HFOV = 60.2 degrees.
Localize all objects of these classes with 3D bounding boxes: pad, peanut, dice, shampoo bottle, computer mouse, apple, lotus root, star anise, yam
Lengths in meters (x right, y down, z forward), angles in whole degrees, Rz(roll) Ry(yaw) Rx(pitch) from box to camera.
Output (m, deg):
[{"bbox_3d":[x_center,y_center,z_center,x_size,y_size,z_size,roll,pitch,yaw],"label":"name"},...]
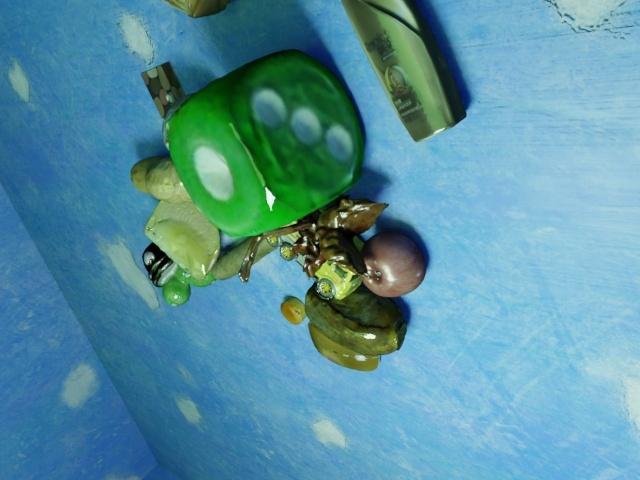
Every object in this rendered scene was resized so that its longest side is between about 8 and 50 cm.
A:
[{"bbox_3d":[-0.409,-0.366,1.533,0.158,0.003,0.234,0,120,45],"label":"pad"},{"bbox_3d":[-0.449,-0.182,1.604,0.319,0.148,0.147,12,128,39],"label":"peanut"},{"bbox_3d":[-0.110,-0.191,1.133,0.287,0.300,0.297,-15,107,49],"label":"dice"},{"bbox_3d":[0.131,-0.346,0.955,0.126,0.084,0.350,-15,108,51],"label":"shampoo bottle"},{"bbox_3d":[0.058,0.299,1.568,0.245,0.056,0.125,13,129,36],"label":"computer mouse"},{"bbox_3d":[0.154,0.055,1.223,0.154,0.120,0.153,26,134,31],"label":"apple"},{"bbox_3d":[0.086,0.196,1.373,0.275,0.160,0.151,20,122,33],"label":"lotus root"},{"bbox_3d":[-0.396,-0.024,1.702,0.265,0.120,0.193,39,99,12],"label":"apple"},{"bbox_3d":[-0.015,0.007,1.181,0.148,0.347,0.237,73,174,-59],"label":"star anise"},{"bbox_3d":[-0.215,0.039,1.608,0.372,0.083,0.083,-28,99,50],"label":"yam"}]

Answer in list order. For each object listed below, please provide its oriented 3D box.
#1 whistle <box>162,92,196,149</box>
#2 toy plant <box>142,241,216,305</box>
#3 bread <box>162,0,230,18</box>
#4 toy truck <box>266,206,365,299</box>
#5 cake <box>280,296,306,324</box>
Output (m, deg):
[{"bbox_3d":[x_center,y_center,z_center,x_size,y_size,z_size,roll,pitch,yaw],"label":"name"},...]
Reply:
[{"bbox_3d":[-0.266,-0.231,1.383,0.348,0.189,0.189,45,143,-10],"label":"whistle"},{"bbox_3d":[-0.464,0.094,1.821,0.235,0.175,0.218,45,102,11],"label":"toy plant"},{"bbox_3d":[-0.228,-0.570,1.085,0.107,0.136,0.241,45,141,11],"label":"bread"},{"bbox_3d":[0.000,0.000,1.334,0.272,0.124,0.157,43,131,15],"label":"toy truck"},{"bbox_3d":[-0.080,0.210,1.640,0.084,0.044,0.084,28,138,29],"label":"cake"}]
